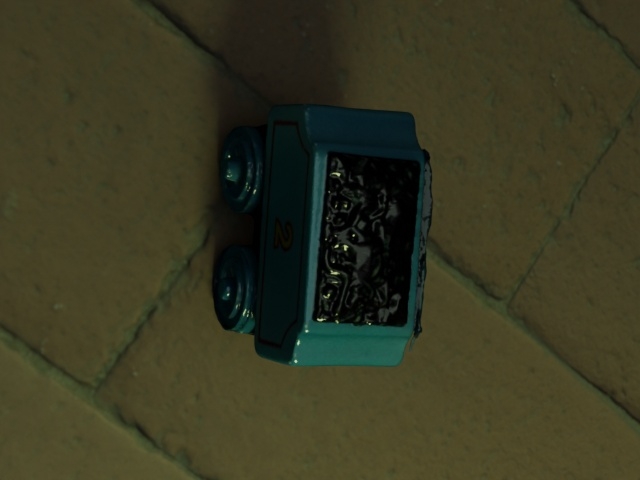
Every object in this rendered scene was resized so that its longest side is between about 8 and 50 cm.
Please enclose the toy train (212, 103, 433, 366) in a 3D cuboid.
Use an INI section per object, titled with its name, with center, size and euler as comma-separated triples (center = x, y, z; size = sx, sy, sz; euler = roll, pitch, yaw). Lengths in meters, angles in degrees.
[toy train]
center = 0.000, 0.000, 1.848
size = 0.188, 0.265, 0.300
euler = 2, 92, -28
